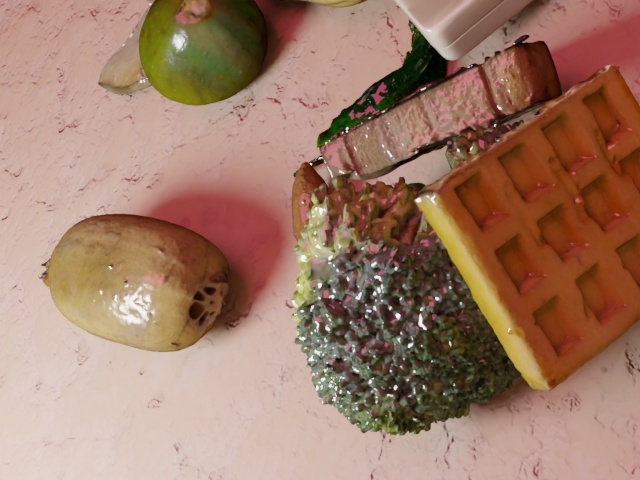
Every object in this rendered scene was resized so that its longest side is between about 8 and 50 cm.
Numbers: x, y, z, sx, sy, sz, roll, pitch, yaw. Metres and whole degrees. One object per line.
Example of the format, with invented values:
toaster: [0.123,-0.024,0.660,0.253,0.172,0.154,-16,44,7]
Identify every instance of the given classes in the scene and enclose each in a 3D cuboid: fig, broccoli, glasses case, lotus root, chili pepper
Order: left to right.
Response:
lotus root: [-0.261,0.047,1.631,0.342,0.151,0.169,11,76,38]
fig: [-0.163,-0.279,1.703,0.181,0.191,0.181,0,72,0]
chili pepper: [0.065,-0.169,1.537,0.279,0.065,0.122,-48,34,7]
broccoli: [0.102,0.012,1.293,0.375,0.249,0.302,-51,50,15]
lotus root: [0.144,-0.141,1.391,0.260,0.170,0.074,-25,89,22]
glasses case: [0.231,-0.354,1.458,0.313,0.070,0.131,-38,51,7]

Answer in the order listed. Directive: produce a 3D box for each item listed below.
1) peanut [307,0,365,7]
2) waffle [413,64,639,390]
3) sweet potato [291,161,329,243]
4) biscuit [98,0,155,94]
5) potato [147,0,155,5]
peanut: [-0.021,-0.392,1.672,0.319,0.147,0.148,18,81,48]
waffle: [0.241,-0.014,1.170,0.248,0.221,0.055,-35,7,-17]
sweet potato: [-0.001,0.001,1.512,0.065,0.051,0.218,-53,44,50]
biscuit: [-0.220,-0.316,1.852,0.290,0.038,0.141,-50,48,8]
potato: [-0.257,-0.399,1.923,0.037,0.036,0.093,-36,50,24]
